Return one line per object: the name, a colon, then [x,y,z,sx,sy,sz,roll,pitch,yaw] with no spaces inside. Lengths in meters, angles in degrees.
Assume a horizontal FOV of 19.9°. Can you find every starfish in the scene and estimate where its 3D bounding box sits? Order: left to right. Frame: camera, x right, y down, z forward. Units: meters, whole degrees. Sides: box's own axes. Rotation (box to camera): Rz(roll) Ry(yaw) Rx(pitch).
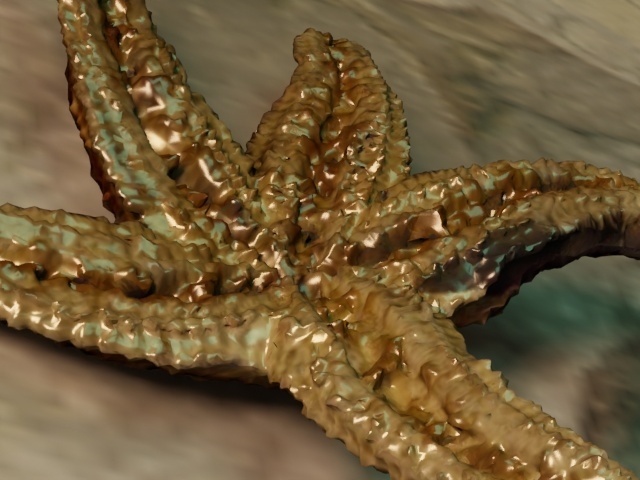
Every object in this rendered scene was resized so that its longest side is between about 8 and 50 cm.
starfish: [-0.003,0.006,0.398,0.213,0.057,0.238,-6,44,-32]
